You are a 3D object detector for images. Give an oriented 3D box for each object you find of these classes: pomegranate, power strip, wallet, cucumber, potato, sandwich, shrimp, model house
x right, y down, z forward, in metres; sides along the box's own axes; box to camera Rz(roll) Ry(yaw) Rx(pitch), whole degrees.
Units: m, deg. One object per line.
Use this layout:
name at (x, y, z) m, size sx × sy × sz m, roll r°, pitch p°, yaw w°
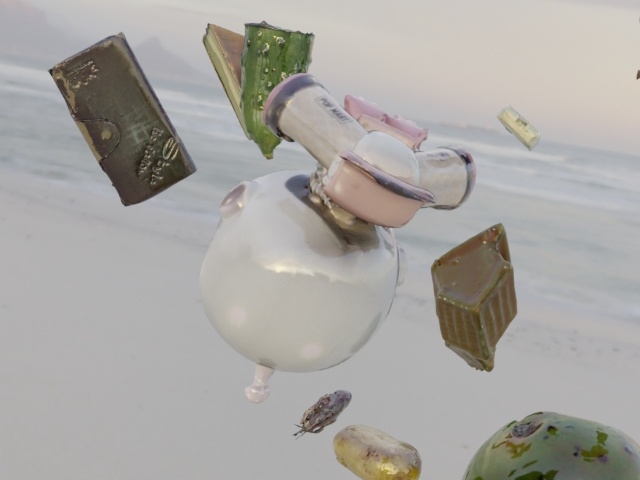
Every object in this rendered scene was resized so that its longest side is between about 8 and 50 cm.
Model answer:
pomegranate at (0.370, 0.454, 1.365) m, size 0.309 × 0.359 × 0.216 m, roll -19°, pitch 3°, yaw 30°
power strip at (0.353, -0.198, 1.568) m, size 0.081 × 0.035 × 0.192 m, roll 44°, pitch 12°, yaw 7°
wallet at (-0.277, -0.165, 1.256) m, size 0.122 × 0.232 × 0.031 m, roll -30°, pitch 25°, yaw -10°
cucumber at (-0.085, -0.265, 1.585) m, size 0.134 × 0.245 × 0.134 m, roll 6°, pitch 13°, yaw -1°
potato at (0.092, 0.355, 1.455) m, size 0.170 × 0.080 × 0.107 m, roll 20°, pitch 6°, yaw 42°
sandwich at (-0.180, -0.313, 1.774) m, size 0.144 × 0.187 × 0.117 m, roll 12°, pitch -10°, yaw -11°
shrimp at (0.002, 0.425, 2.163) m, size 0.190 × 0.075 × 0.073 m, roll -40°, pitch 5°, yaw -30°
model house at (0.320, 0.146, 1.762) m, size 0.173 × 0.268 × 0.239 m, roll -13°, pitch 31°, yaw 6°

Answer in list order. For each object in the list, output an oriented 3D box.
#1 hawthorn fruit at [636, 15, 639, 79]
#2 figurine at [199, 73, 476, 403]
hawthorn fruit at (0.534, -0.321, 1.252) m, size 0.207 × 0.243 × 0.207 m, roll 29°, pitch 26°, yaw -16°
figurine at (-0.010, 0.002, 1.025) m, size 0.253 × 0.361 × 0.211 m, roll 32°, pitch 36°, yaw -2°
